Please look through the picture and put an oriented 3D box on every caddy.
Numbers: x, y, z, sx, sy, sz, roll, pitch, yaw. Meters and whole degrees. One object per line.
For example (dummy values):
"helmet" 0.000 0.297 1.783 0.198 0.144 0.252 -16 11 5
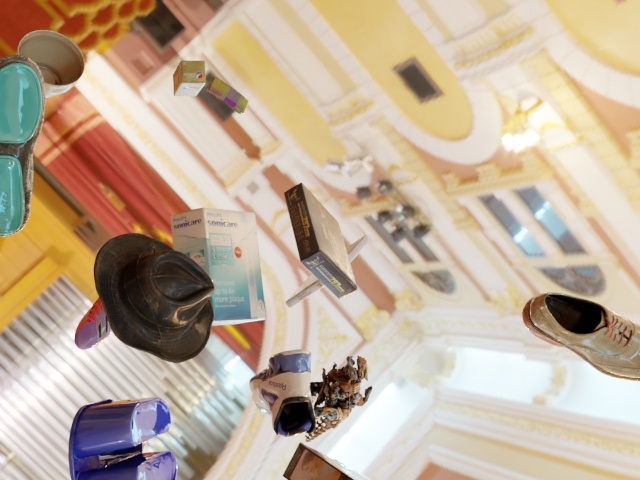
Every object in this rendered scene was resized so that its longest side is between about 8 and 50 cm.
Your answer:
"caddy" -0.447 0.472 1.936 0.179 0.241 0.341 -9 174 7

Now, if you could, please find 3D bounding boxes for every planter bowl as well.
"planter bowl" -0.678 -0.422 2.167 0.109 0.162 0.162 -39 -170 49

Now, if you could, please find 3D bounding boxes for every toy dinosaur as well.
"toy dinosaur" 0.022 0.451 2.458 0.164 0.218 0.322 -129 -124 -72

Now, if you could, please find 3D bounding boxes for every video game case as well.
"video game case" 0.021 0.088 2.480 0.206 0.026 0.227 -35 -174 39

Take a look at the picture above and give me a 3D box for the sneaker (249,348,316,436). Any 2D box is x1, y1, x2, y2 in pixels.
"sneaker" -0.093 0.403 2.145 0.315 0.127 0.182 118 -31 -58

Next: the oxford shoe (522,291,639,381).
"oxford shoe" 0.597 0.204 1.823 0.130 0.348 0.123 95 15 -73

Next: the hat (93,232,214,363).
"hat" -0.326 0.102 1.919 0.134 0.331 0.331 -30 -163 30

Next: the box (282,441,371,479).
"box" 0.057 0.533 1.849 0.087 0.169 0.290 -62 -155 -8

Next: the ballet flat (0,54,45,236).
"ballet flat" -0.760 -0.245 2.112 0.182 0.164 0.483 -119 -142 -52

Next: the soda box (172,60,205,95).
"soda box" -0.330 -0.404 2.193 0.061 0.058 0.181 -3 179 -16

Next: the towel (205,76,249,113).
"towel" -0.176 -0.275 1.662 0.009 0.083 0.060 -48 -164 33

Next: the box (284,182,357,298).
"box" 0.000 0.000 2.073 0.059 0.183 0.233 -30 -135 15

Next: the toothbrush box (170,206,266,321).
"toothbrush box" -0.267 0.072 2.308 0.126 0.296 0.216 -13 169 34

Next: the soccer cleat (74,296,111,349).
"soccer cleat" -0.508 0.148 2.091 0.248 0.083 0.095 -53 155 -30
